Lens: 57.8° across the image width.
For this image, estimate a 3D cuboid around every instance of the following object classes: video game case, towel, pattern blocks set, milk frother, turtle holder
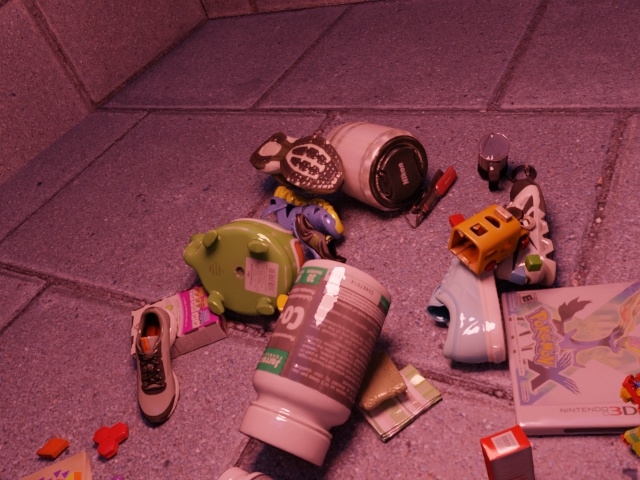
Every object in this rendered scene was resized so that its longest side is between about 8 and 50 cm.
[{"bbox_3d":[0.519,0.217,1.121,0.299,0.036,0.329,-7,40,17],"label":"video game case"},{"bbox_3d":[0.112,0.289,1.204,0.110,0.027,0.148,-26,22,-7],"label":"towel"},{"bbox_3d":[0.154,0.322,1.173,0.152,0.023,0.113,-32,41,-14],"label":"towel"},{"bbox_3d":[-0.569,0.543,1.236,0.324,0.026,0.285,-18,38,3],"label":"pattern blocks set"},{"bbox_3d":[0.499,-0.213,1.554,0.143,0.135,0.129,-17,69,9],"label":"milk frother"},{"bbox_3d":[-0.190,0.063,1.482,0.320,0.243,0.227,-19,8,27],"label":"turtle holder"}]

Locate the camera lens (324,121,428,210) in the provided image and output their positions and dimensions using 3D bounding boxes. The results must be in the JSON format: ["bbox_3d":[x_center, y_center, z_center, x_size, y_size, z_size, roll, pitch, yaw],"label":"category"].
[{"bbox_3d":[0.147,-0.215,1.634,0.219,0.219,0.274,-36,33,-18],"label":"camera lens"}]

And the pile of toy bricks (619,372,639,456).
[{"bbox_3d":[0.541,0.317,0.936,0.118,0.105,0.212,-18,70,-47],"label":"pile of toy bricks"}]

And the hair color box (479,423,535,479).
[{"bbox_3d":[0.310,0.367,0.954,0.072,0.141,0.043,-21,38,0],"label":"hair color box"}]

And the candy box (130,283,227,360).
[{"bbox_3d":[-0.365,0.214,1.493,0.233,0.071,0.159,-20,40,0],"label":"candy box"}]

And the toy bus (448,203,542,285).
[{"bbox_3d":[0.368,-0.021,1.213,0.190,0.104,0.202,6,49,8],"label":"toy bus"}]

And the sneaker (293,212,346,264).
[{"bbox_3d":[0.000,0.000,1.507,0.078,0.188,0.067,-42,-6,30],"label":"sneaker"}]

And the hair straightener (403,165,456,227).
[{"bbox_3d":[0.297,-0.118,1.623,0.089,0.047,0.230,-7,41,51],"label":"hair straightener"}]

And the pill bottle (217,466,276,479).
[{"bbox_3d":[-0.103,0.480,1.035,0.180,0.108,0.108,14,50,36],"label":"pill bottle"}]

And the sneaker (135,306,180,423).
[{"bbox_3d":[-0.390,0.283,1.343,0.100,0.108,0.272,-8,70,3],"label":"sneaker"}]

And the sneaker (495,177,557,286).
[{"bbox_3d":[0.451,-0.034,1.365,0.146,0.122,0.331,0,42,10],"label":"sneaker"}]

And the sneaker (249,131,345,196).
[{"bbox_3d":[-0.034,-0.196,1.658,0.158,0.182,0.410,-52,37,-5],"label":"sneaker"}]

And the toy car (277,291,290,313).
[{"bbox_3d":[0.042,0.157,1.373,0.239,0.053,0.225,28,45,19],"label":"toy car"}]

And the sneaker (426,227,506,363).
[{"bbox_3d":[0.303,0.104,1.271,0.150,0.135,0.366,-7,40,10],"label":"sneaker"}]

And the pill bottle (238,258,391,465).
[{"bbox_3d":[-0.010,0.237,1.150,0.204,0.204,0.361,9,65,32],"label":"pill bottle"}]

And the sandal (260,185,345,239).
[{"bbox_3d":[-0.059,-0.053,1.643,0.138,0.126,0.317,-44,36,-21],"label":"sandal"}]
